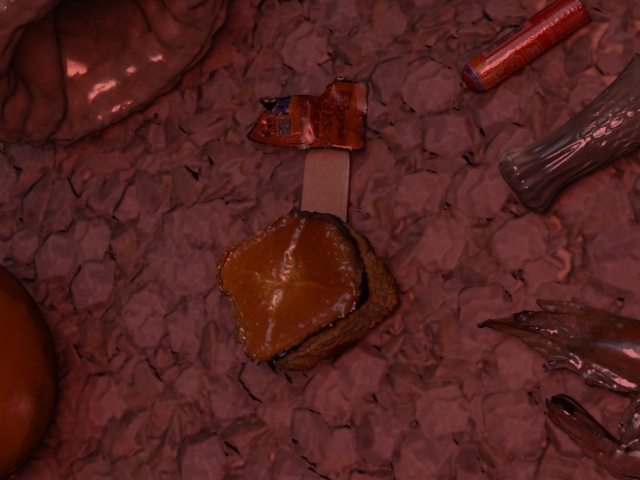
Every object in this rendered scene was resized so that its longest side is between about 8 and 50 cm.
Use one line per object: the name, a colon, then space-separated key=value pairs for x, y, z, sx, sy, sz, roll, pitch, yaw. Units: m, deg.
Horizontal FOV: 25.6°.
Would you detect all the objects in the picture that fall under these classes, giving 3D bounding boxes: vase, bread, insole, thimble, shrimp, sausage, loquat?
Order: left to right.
loquat: x=-0.345 y=0.119 z=1.244 sx=0.235 sy=0.235 sz=0.235 roll=-7 pitch=71 yaw=19
thimble: x=-0.240 y=-0.229 z=1.297 sx=0.291 sy=0.291 sz=0.195 roll=-35 pitch=65 yaw=8
bread: x=-0.015 y=0.038 z=1.217 sx=0.140 sy=0.069 sz=0.128 roll=-34 pitch=65 yaw=12
insole: x=0.000 y=0.000 z=1.267 sx=0.063 sy=0.010 sz=0.192 roll=-1 pitch=74 yaw=21
sausage: x=0.176 y=-0.170 z=1.240 sx=0.129 sy=0.034 sz=0.034 roll=-34 pitch=64 yaw=8
vase: x=0.222 y=-0.083 z=1.173 sx=0.149 sy=0.081 sz=0.081 roll=-33 pitch=65 yaw=12
shrimp: x=0.225 y=0.118 z=1.126 sx=0.223 sy=0.047 sz=0.126 roll=19 pitch=91 yaw=24

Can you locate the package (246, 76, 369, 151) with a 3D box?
package: x=-0.010 y=-0.115 z=1.293 sx=0.111 sy=0.033 sz=0.077 roll=0 pitch=44 yaw=18
